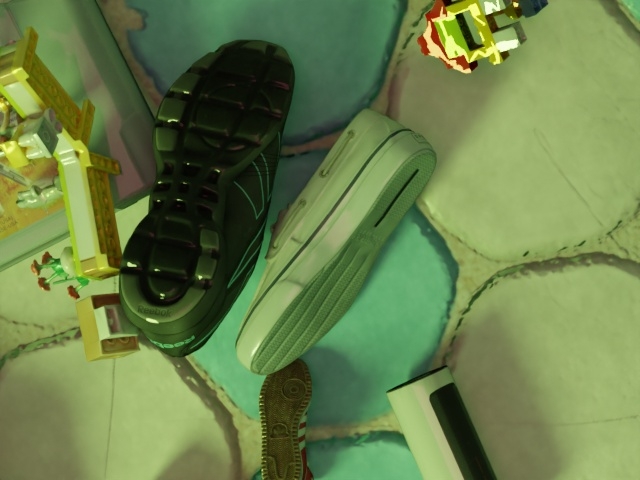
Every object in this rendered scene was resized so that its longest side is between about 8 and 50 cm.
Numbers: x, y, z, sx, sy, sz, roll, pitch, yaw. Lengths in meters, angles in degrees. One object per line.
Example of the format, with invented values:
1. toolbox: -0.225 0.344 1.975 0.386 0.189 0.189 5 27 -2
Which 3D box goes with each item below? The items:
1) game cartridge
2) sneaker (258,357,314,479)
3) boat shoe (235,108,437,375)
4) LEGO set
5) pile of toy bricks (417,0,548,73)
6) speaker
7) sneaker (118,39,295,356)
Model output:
1. game cartridge: -0.284 -0.070 1.475 0.297 0.062 0.198 -27 91 4
2. sneaker: -0.026 0.156 1.460 0.042 0.067 0.118 1 59 7
3. boat shoe: 0.000 0.000 1.447 0.076 0.083 0.226 41 93 31
4. LEGO set: -0.226 -0.040 1.395 0.107 0.132 0.287 -16 112 21
5. pile of toy bricks: 0.089 -0.240 1.432 0.105 0.118 0.212 -15 106 32
6. speaker: 0.102 0.170 1.438 0.055 0.055 0.136 -23 87 4
7. sneaker: -0.086 -0.034 1.430 0.101 0.106 0.267 13 65 17
